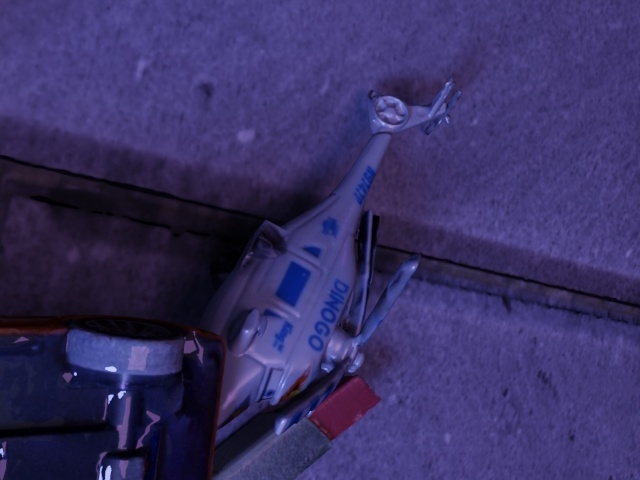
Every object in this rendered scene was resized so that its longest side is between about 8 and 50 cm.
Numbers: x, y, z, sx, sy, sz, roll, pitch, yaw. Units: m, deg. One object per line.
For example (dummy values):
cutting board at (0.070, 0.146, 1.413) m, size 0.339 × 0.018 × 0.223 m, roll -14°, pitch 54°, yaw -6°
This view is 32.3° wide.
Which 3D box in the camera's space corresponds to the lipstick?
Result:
lipstick at (-0.085, 0.173, 0.683) m, size 0.312 × 0.051 × 0.051 m, roll -36°, pitch 118°, yaw -29°

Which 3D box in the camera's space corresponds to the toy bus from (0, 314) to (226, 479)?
toy bus at (-0.211, 0.097, 0.504) m, size 0.329 × 0.153 × 0.143 m, roll 3°, pitch 96°, yaw -40°

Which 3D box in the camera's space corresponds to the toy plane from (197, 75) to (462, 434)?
toy plane at (0.004, -0.005, 0.669) m, size 0.107 × 0.182 × 0.273 m, roll 29°, pitch 78°, yaw -5°
